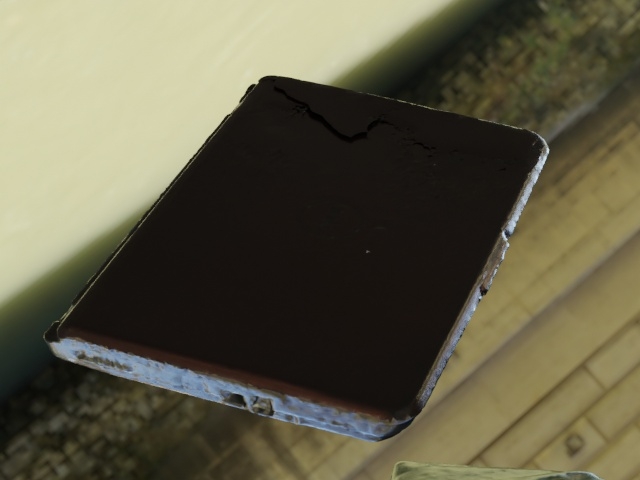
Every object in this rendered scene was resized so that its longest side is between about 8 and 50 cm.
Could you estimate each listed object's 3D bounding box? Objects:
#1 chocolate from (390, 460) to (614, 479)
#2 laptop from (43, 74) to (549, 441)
[{"bbox_3d":[0.154,0.267,0.674,0.137,0.288,0.301,-3,97,-79],"label":"chocolate"},{"bbox_3d":[0.000,0.000,0.620,0.207,0.154,0.026,-57,155,-49],"label":"laptop"}]
